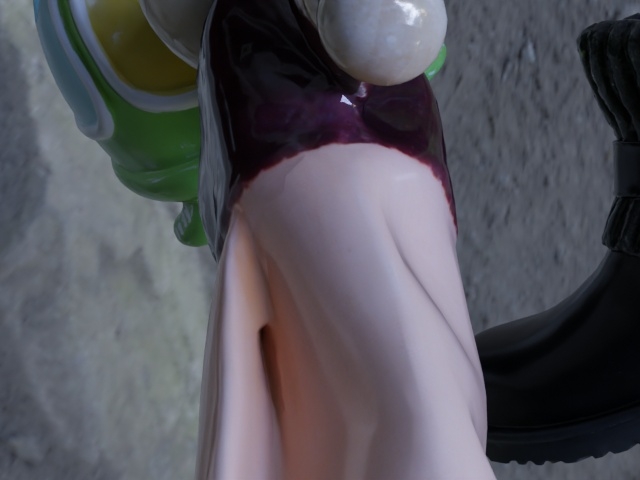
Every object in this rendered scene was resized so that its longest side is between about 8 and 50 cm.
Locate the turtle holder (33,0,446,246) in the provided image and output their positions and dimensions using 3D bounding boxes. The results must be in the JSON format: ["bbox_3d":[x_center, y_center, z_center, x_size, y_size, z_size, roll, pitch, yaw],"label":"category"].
[{"bbox_3d":[-0.080,-0.141,1.157,0.243,0.320,0.227,-27,115,23],"label":"turtle holder"}]

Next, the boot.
[{"bbox_3d":[0.198,-0.013,1.156,0.348,0.131,0.260,-17,104,28],"label":"boot"}]

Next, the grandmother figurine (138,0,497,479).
[{"bbox_3d":[0.000,0.000,0.457,0.104,0.342,0.208,1,140,-16],"label":"grandmother figurine"}]
